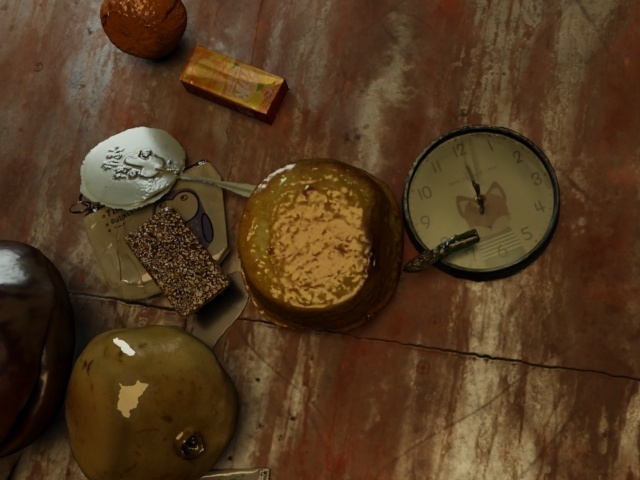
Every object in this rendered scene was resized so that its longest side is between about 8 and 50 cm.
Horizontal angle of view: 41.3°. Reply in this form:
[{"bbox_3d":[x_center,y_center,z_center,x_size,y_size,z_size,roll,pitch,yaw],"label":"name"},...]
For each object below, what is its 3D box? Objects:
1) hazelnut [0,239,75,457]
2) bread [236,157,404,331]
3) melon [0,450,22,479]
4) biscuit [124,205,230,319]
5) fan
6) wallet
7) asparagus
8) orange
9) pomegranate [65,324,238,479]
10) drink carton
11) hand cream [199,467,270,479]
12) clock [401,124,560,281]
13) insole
[{"bbox_3d":[-0.676,0.203,1.645,0.402,0.402,0.429,-13,55,6],"label":"hazelnut"},{"bbox_3d":[-0.001,-0.003,1.699,0.336,0.204,0.358,1,74,4],"label":"bread"},{"bbox_3d":[-0.671,0.457,1.739,0.093,0.139,0.202,39,82,-7],"label":"melon"},{"bbox_3d":[-0.297,0.041,1.753,0.131,0.025,0.231,-38,72,-11],"label":"biscuit"},{"bbox_3d":[-0.330,-0.149,1.837,0.414,0.012,0.233,10,59,15],"label":"fan"},{"bbox_3d":[-0.351,-0.022,1.826,0.335,0.068,0.275,-22,72,2],"label":"wallet"},{"bbox_3d":[0.236,0.024,1.675,0.165,0.030,0.036,-28,85,3],"label":"asparagus"},{"bbox_3d":[-0.389,-0.497,1.892,0.193,0.193,0.161,17,65,13],"label":"orange"},{"bbox_3d":[-0.323,0.322,1.607,0.332,0.332,0.333,-2,76,8],"label":"pomegranate"},{"bbox_3d":[-0.190,-0.344,1.880,0.222,0.071,0.096,23,80,13],"label":"drink carton"},{"bbox_3d":[-0.268,0.514,1.688,0.335,0.076,0.121,-1,78,2],"label":"hand cream"},{"bbox_3d":[0.326,-0.079,1.735,0.325,0.067,0.325,-2,76,9],"label":"clock"},{"bbox_3d":[-0.228,0.176,1.790,0.086,0.005,0.253,28,81,15],"label":"insole"}]
